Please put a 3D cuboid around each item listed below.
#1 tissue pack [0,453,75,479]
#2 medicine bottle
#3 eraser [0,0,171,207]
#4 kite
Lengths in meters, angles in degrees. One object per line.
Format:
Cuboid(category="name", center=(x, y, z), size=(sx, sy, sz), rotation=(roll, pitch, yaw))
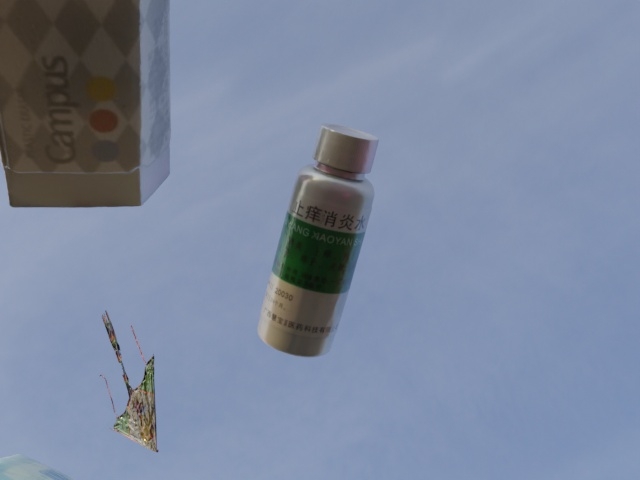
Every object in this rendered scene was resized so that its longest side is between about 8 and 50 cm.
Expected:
Cuboid(category="tissue pack", center=(-0.213, 0.300, 0.793), size=(0.263, 0.177, 0.089), rotation=(27, -99, 2))
Cuboid(category="medicine bottle", center=(0.000, 0.000, 0.949), size=(0.095, 0.095, 0.260), rotation=(14, -77, 1))
Cuboid(category="eraser", center=(-0.283, -0.211, 0.983), size=(0.213, 0.082, 0.397), rotation=(-1, -47, -11))
Cuboid(category="kite", center=(-0.292, 0.216, 1.260), size=(0.006, 0.244, 0.198), rotation=(-4, -37, -41))
